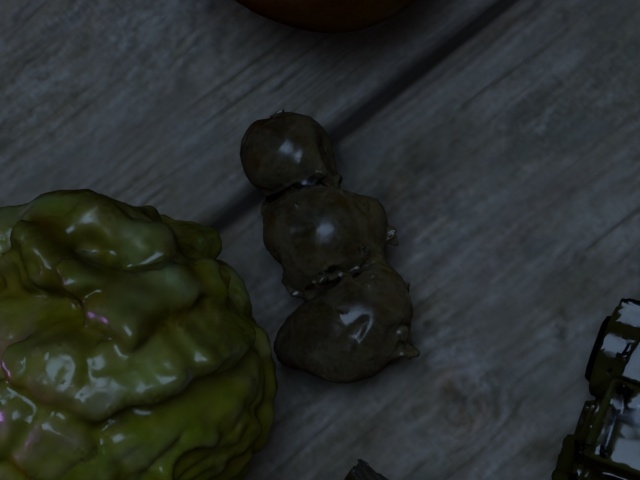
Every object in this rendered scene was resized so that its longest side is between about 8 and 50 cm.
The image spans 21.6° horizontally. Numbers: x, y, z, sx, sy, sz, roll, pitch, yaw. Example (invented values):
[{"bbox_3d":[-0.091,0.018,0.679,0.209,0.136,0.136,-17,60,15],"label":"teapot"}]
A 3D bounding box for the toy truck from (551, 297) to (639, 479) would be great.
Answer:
[{"bbox_3d":[0.201,0.161,1.061,0.127,0.127,0.257,18,73,15],"label":"toy truck"}]

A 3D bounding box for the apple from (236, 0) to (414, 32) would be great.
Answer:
[{"bbox_3d":[-0.013,-0.249,1.186,0.210,0.173,0.235,-6,56,-35],"label":"apple"}]

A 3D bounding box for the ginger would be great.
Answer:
[{"bbox_3d":[0.000,0.000,1.163,0.104,0.080,0.204,-18,73,8],"label":"ginger"}]

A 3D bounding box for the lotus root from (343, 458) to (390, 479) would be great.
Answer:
[{"bbox_3d":[0.044,0.206,1.074,0.081,0.112,0.122,-45,73,0],"label":"lotus root"}]

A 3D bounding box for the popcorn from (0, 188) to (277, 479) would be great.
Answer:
[{"bbox_3d":[-0.145,0.071,1.075,0.259,0.259,0.212,54,129,19],"label":"popcorn"}]
